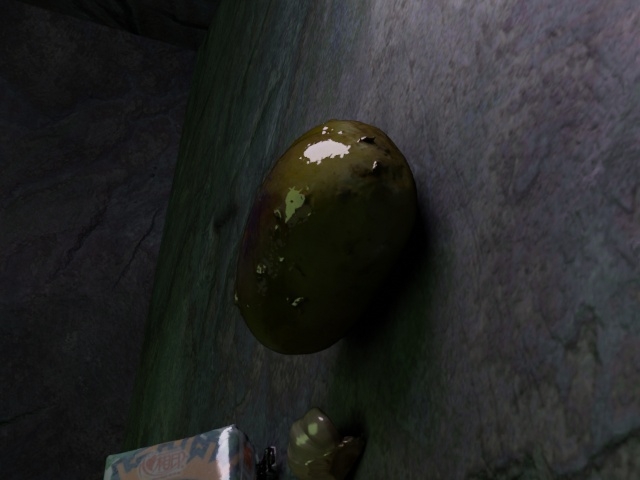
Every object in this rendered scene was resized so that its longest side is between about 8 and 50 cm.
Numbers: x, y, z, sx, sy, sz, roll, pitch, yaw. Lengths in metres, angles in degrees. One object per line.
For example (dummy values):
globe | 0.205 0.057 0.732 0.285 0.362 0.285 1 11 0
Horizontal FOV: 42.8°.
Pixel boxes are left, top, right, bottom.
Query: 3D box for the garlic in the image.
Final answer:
garlic | -0.002 0.240 0.943 0.094 0.074 0.113 -135 42 -58

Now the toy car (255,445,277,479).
toy car | -0.075 0.332 1.187 0.093 0.025 0.041 116 157 -46

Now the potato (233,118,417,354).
potato | 0.000 0.000 0.937 0.210 0.173 0.308 -106 36 -53

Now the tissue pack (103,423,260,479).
tissue pack | -0.204 0.442 1.173 0.311 0.227 0.128 -94 -16 -45
